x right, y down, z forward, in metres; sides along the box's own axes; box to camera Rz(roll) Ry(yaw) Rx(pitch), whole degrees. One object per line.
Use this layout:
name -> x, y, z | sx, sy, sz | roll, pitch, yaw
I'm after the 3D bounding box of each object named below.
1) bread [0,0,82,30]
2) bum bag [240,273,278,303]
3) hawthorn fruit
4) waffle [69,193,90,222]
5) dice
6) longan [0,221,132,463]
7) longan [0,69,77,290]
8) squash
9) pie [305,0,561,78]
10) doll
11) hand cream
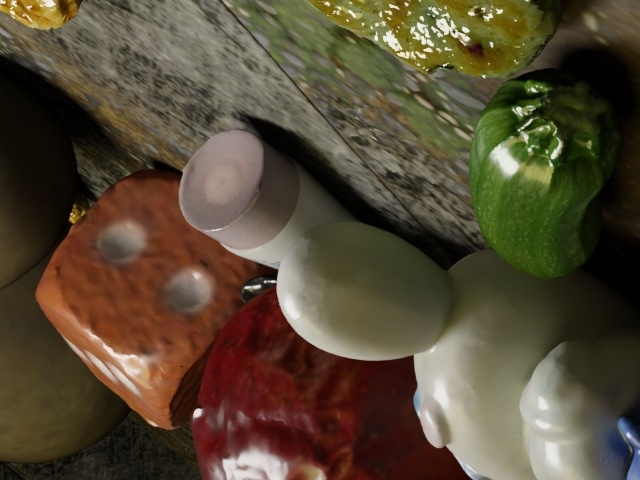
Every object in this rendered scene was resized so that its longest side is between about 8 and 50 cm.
bread -> -0.215, -0.190, 1.203 | 0.111, 0.044, 0.083 | 33, 164, -4
bum bag -> 0.086, 0.102, 1.421 | 0.340, 0.095, 0.144 | 19, 171, 36
hawthorn fruit -> 0.011, 0.162, 1.249 | 0.230, 0.266, 0.210 | 2, 145, 30
waffle -> -0.339, -0.073, 1.866 | 0.197, 0.070, 0.193 | 30, 166, 18
dice -> -0.144, 0.050, 1.578 | 0.179, 0.175, 0.174 | 42, 165, 14
longan -> -0.368, 0.107, 2.098 | 0.361, 0.361, 0.361 | 32, 167, 8
longan -> -0.335, -0.047, 1.591 | 0.248, 0.248, 0.248 | 32, 167, 8
squash -> 0.116, -0.033, 0.904 | 0.077, 0.068, 0.219 | 26, 166, 10
pie -> 0.029, -0.139, 0.798 | 0.187, 0.041, 0.187 | 32, 166, 9
doll -> 0.184, 0.129, 1.033 | 0.365, 0.187, 0.376 | 33, -158, 37
hand cream -> 0.000, 0.000, 1.330 | 0.133, 0.083, 0.248 | 22, 174, 40
